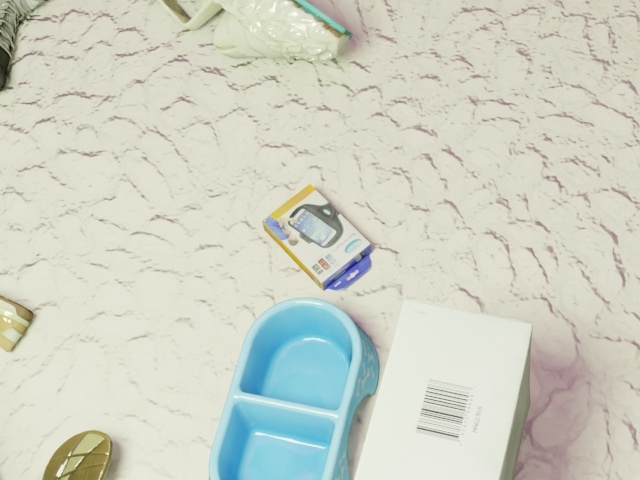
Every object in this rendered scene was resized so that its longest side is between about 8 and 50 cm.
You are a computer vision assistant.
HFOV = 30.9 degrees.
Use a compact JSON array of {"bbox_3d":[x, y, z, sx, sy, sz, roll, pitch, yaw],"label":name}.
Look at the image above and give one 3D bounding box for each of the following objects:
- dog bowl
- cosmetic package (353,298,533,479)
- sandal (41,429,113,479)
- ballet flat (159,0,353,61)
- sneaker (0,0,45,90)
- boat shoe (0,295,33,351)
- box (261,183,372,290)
[{"bbox_3d":[-0.033,0.198,1.310,0.166,0.074,0.297,10,64,13],"label":"dog bowl"},{"bbox_3d":[0.130,0.215,1.191,0.138,0.224,0.224,10,63,16],"label":"cosmetic package"},{"bbox_3d":[-0.281,0.301,1.308,0.072,0.049,0.180,11,78,20],"label":"sandal"},{"bbox_3d":[-0.127,-0.331,1.598,0.147,0.147,0.409,-42,61,-14],"label":"ballet flat"},{"bbox_3d":[-0.443,-0.317,1.642,0.132,0.086,0.228,-19,60,-5],"label":"sneaker"},{"bbox_3d":[-0.454,0.082,1.439,0.190,0.068,0.072,22,78,18],"label":"boat shoe"},{"bbox_3d":[0.000,0.000,1.439,0.081,0.028,0.136,-39,62,-13],"label":"box"}]
